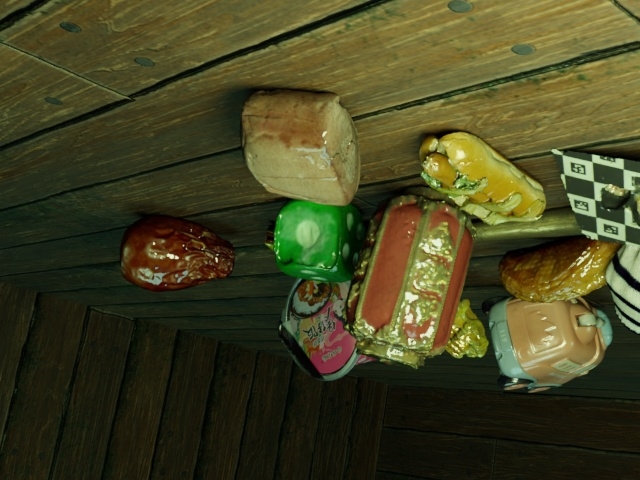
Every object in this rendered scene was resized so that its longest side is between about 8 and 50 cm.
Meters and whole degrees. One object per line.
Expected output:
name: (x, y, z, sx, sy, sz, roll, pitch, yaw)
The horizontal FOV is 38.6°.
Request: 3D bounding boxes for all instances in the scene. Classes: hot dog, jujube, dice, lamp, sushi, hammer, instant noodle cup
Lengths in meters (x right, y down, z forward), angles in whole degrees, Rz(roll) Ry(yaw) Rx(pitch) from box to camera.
hot dog: (0.394, 0.041, 1.470, 0.160, 0.099, 0.227, -13, 180, -43)
jujube: (-0.286, 0.032, 1.842, 0.236, 0.168, 0.168, 8, 167, -21)
dice: (0.000, 0.000, 1.570, 0.131, 0.128, 0.120, 1, 166, 25)
lamp: (0.136, 0.056, 1.399, 0.177, 0.274, 0.177, 18, 171, 3)
sushi: (0.423, -0.058, 1.180, 0.210, 0.040, 0.193, 12, 150, 37)
hammer: (0.260, -0.011, 1.526, 0.168, 0.044, 0.440, 20, 163, -35)
instant noodle cup: (0.067, 0.184, 2.074, 0.181, 0.258, 0.302, 3, 178, -43)
hot dog: (0.215, -0.078, 1.240, 0.109, 0.072, 0.269, -6, 160, 41)

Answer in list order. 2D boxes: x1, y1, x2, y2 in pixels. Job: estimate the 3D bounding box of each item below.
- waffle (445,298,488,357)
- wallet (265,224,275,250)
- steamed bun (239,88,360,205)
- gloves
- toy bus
waffle: (0.270, 0.154, 1.928, 0.229, 0.057, 0.219, 45, 163, 10)
wallet: (0.021, 0.019, 1.785, 0.241, 0.067, 0.141, 12, 171, 10)
steamed bun: (-0.025, -0.123, 1.165, 0.144, 0.106, 0.175, 10, 153, 19)
gloves: (0.482, 0.041, 1.305, 0.131, 0.140, 0.219, -14, 139, 4)
toy bus: (0.486, 0.200, 1.933, 0.232, 0.194, 0.287, -24, 156, 30)
